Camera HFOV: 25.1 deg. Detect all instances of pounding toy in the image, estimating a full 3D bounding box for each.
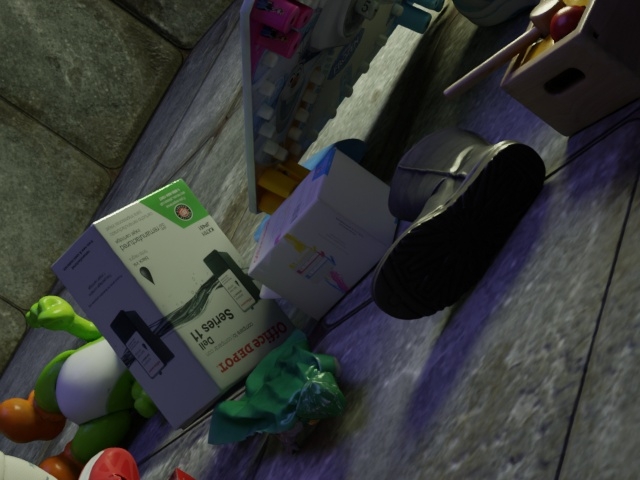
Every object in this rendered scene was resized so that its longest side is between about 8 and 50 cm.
[{"bbox_3d":[0.191,-0.154,1.119,0.141,0.100,0.130,-31,27,59],"label":"pounding toy"}]

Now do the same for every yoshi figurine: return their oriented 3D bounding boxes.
[{"bbox_3d":[-0.265,0.150,1.794,0.362,0.203,0.203,-49,25,16],"label":"yoshi figurine"}]

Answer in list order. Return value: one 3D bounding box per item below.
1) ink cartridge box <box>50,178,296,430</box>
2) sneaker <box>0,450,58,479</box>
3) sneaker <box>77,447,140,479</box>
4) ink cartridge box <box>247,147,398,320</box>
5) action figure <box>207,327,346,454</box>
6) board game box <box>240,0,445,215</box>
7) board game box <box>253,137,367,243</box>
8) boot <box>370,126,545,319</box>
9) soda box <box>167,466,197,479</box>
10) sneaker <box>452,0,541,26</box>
[{"bbox_3d":[-0.140,0.062,1.430,0.087,0.208,0.153,-41,-4,37],"label":"ink cartridge box"},{"bbox_3d":[-0.330,0.349,1.422,0.111,0.129,0.297,-27,46,58],"label":"sneaker"},{"bbox_3d":[-0.185,0.276,1.470,0.128,0.087,0.221,-40,31,24],"label":"sneaker"},{"bbox_3d":[0.000,0.000,1.426,0.143,0.090,0.092,-47,16,36],"label":"ink cartridge box"},{"bbox_3d":[-0.025,0.136,1.250,0.137,0.063,0.232,-56,10,-12],"label":"action figure"},{"bbox_3d":[0.043,-0.255,1.542,0.390,0.050,0.390,-55,-15,-25],"label":"board game box"},{"bbox_3d":[-0.002,-0.047,1.654,0.133,0.033,0.169,-15,36,47],"label":"board game box"},{"bbox_3d":[0.090,-0.023,1.213,0.189,0.076,0.208,-42,19,-7],"label":"boot"},{"bbox_3d":[-0.092,0.275,1.093,0.083,0.092,0.263,-55,14,7],"label":"soda box"},{"bbox_3d":[0.148,-0.321,1.430,0.127,0.208,0.319,-59,14,-7],"label":"sneaker"}]
